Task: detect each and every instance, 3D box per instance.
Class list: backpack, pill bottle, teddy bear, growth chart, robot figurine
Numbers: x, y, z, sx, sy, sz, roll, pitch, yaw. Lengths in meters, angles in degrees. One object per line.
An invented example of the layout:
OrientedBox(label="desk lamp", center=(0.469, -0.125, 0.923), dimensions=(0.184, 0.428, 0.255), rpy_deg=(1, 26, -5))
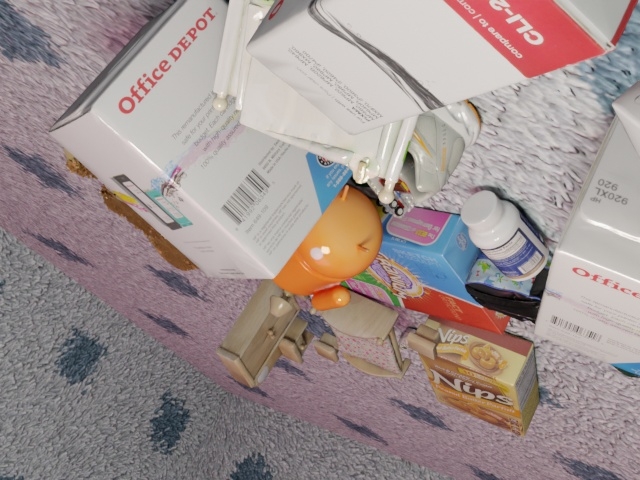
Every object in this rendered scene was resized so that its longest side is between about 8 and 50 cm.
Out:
OrientedBox(label="backpack", center=(0.255, 0.056, 1.264), dimensions=(0.114, 0.084, 0.105), rpy_deg=(12, 158, 31))
OrientedBox(label="pill bottle", center=(0.221, -0.007, 1.168), dimensions=(0.067, 0.067, 0.120), rpy_deg=(7, 153, 48))
OrientedBox(label="teddy bear", center=(-0.305, -0.093, 1.674), dimensions=(0.338, 0.113, 0.245), rpy_deg=(39, 153, -10))
OrientedBox(label="growth chart", center=(-0.003, -0.161, 0.953), dimensions=(0.237, 0.172, 0.021), rpy_deg=(28, -158, 14))
OrientedBox(label="robot figurine", center=(-0.001, -0.002, 1.261), dimensions=(0.128, 0.158, 0.219), rpy_deg=(32, 155, -15))

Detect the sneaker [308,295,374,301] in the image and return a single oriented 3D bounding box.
OrientedBox(label="sneaker", center=(0.043, 0.106, 1.752), dimensions=(0.086, 0.085, 0.237), rpy_deg=(-29, 123, 22))

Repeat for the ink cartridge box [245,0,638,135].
OrientedBox(label="ink cartridge box", center=(0.091, -0.195, 0.626), dimensions=(0.114, 0.197, 0.273), rpy_deg=(36, 160, -20))

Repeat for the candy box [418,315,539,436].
OrientedBox(label="candy box", center=(0.287, 0.240, 1.721), dimensions=(0.183, 0.087, 0.316), rpy_deg=(20, 161, 23))

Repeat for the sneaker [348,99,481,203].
OrientedBox(label="sneaker", center=(0.034, -0.136, 0.996), dimensions=(0.262, 0.121, 0.099), rpy_deg=(29, 161, -3))

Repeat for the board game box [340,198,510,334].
OrientedBox(label="board game box", center=(0.105, 0.024, 1.427), dimensions=(0.316, 0.064, 0.242), rpy_deg=(13, 157, 39))

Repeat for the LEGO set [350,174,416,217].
OrientedBox(label="LEGO set", center=(0.043, -0.117, 1.199), dimensions=(0.182, 0.060, 0.244), rpy_deg=(36, 163, 13))

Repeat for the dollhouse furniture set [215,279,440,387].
OrientedBox(label="dollhouse furniture set", center=(0.025, 0.221, 1.650), dimensions=(0.355, 0.174, 0.303), rpy_deg=(23, 157, 25))

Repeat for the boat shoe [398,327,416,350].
OrientedBox(label="boat shoe", center=(0.168, 0.194, 1.852), dimensions=(0.035, 0.035, 0.100), rpy_deg=(29, 163, -4))

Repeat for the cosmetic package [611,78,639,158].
OrientedBox(label="cosmetic package", center=(0.323, -0.056, 0.502), dimensions=(0.138, 0.224, 0.224), rpy_deg=(46, -174, -42))

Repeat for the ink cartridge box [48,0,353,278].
OrientedBox(label="ink cartridge box", center=(-0.131, -0.115, 1.114), dimensions=(0.270, 0.198, 0.197), rpy_deg=(44, 159, -20))

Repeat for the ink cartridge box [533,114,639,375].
OrientedBox(label="ink cartridge box", center=(0.320, 0.014, 0.916), dimensions=(0.171, 0.168, 0.233), rpy_deg=(22, 162, 15))

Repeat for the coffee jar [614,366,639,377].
OrientedBox(label="coffee jar", center=(0.446, 0.131, 1.204), dimensions=(0.096, 0.079, 0.184), rpy_deg=(38, 161, -23))
